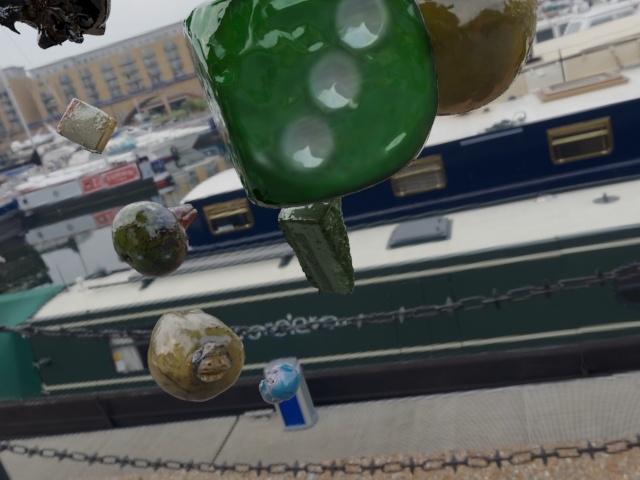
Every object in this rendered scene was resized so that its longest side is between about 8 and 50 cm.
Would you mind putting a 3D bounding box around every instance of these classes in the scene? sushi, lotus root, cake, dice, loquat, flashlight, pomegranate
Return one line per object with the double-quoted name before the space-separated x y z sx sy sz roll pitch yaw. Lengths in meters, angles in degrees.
"sushi" -0.536 -0.508 1.215 0.227 0.212 0.215 -45 0 34
"lotus root" -0.212 0.190 1.011 0.154 0.140 0.257 5 7 -24
"cake" -0.530 -0.279 1.380 0.109 0.090 0.225 24 13 -21
"dice" -0.022 -0.234 0.886 0.297 0.300 0.287 -24 21 -11
"loquat" 0.215 -0.375 1.082 0.328 0.329 0.359 -18 -19 -4
"flashlight" -0.062 0.216 0.869 0.051 0.051 0.129 -24 -18 -23
"pomegranate" -0.431 -0.021 1.611 0.214 0.214 0.248 0 32 46
"cake" 0.009 0.002 1.125 0.100 0.235 0.099 5 52 26
